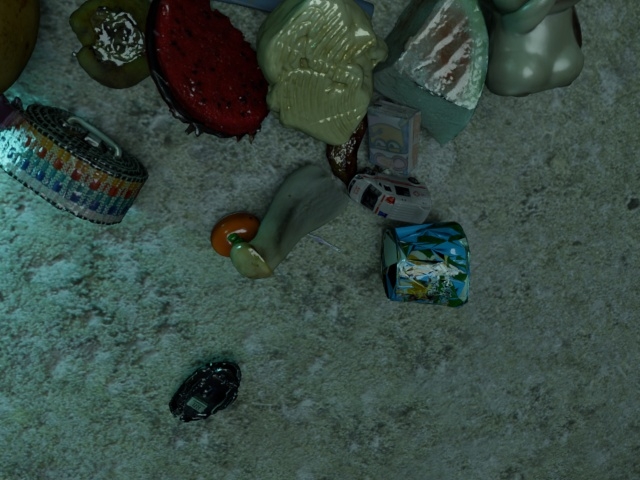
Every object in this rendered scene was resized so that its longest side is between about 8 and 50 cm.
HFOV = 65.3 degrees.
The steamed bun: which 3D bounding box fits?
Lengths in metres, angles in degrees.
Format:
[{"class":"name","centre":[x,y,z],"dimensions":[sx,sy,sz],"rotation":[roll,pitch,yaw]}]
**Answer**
[{"class":"steamed bun","centre":[-0.001,-0.373,1.052],"dimensions":[0.276,0.203,0.289],"rotation":[-37,131,23]}]

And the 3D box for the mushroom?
[{"class":"mushroom","centre":[-0.069,-0.038,1.168],"dimensions":[0.159,0.122,0.329],"rotation":[40,62,-3]}]

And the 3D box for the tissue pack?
[{"class":"tissue pack","centre":[0.172,-0.243,1.178],"dimensions":[0.065,0.115,0.155],"rotation":[-42,143,-31]}]

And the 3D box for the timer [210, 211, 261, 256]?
[{"class":"timer","centre":[-0.203,-0.012,1.203],"dimensions":[0.136,0.136,0.099],"rotation":[-35,107,1]}]

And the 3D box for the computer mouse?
[{"class":"computer mouse","centre":[-0.308,0.402,1.350],"dimensions":[0.241,0.077,0.146],"rotation":[-43,112,9]}]

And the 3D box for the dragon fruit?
[{"class":"dragon fruit","centre":[-0.252,-0.351,1.054],"dimensions":[0.343,0.100,0.282],"rotation":[47,53,-25]}]

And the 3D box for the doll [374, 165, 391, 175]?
[{"class":"doll","centre":[0.180,-0.191,1.265],"dimensions":[0.085,0.040,0.058],"rotation":[-40,125,8]}]

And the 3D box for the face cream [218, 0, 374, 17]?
[{"class":"face cream","centre":[-0.074,-0.532,1.068],"dimensions":[0.385,0.086,0.136],"rotation":[13,121,-13]}]

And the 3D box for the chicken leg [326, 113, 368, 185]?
[{"class":"chicken leg","centre":[0.065,-0.243,1.211],"dimensions":[0.105,0.063,0.234],"rotation":[13,108,-11]}]

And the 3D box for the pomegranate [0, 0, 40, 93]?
[{"class":"pomegranate","centre":[-0.691,-0.396,0.802],"dimensions":[0.416,0.417,0.417],"rotation":[-4,110,-11]}]

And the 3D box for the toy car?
[{"class":"toy car","centre":[0.169,-0.106,1.237],"dimensions":[0.209,0.108,0.089],"rotation":[10,134,-19]}]

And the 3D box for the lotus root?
[{"class":"lotus root","centre":[-0.425,-0.418,1.037],"dimensions":[0.203,0.078,0.183],"rotation":[-35,112,3]}]

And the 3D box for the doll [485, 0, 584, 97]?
[{"class":"doll","centre":[0.455,-0.475,1.071],"dimensions":[0.214,0.226,0.370],"rotation":[-9,132,4]}]

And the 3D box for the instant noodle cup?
[{"class":"instant noodle cup","centre":[0.259,0.062,1.278],"dimensions":[0.178,0.240,0.240],"rotation":[-1,109,-5]}]

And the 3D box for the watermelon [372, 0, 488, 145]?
[{"class":"watermelon","centre":[0.231,-0.400,1.124],"dimensions":[0.258,0.228,0.387],"rotation":[-7,105,1]}]

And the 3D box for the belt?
[{"class":"belt","centre":[-0.509,-0.174,1.039],"dimensions":[0.295,0.207,0.160],"rotation":[36,103,-6]}]

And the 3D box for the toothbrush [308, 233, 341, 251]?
[{"class":"toothbrush","centre":[0.000,0.000,1.308],"dimensions":[0.131,0.013,0.011],"rotation":[29,111,-21]}]
